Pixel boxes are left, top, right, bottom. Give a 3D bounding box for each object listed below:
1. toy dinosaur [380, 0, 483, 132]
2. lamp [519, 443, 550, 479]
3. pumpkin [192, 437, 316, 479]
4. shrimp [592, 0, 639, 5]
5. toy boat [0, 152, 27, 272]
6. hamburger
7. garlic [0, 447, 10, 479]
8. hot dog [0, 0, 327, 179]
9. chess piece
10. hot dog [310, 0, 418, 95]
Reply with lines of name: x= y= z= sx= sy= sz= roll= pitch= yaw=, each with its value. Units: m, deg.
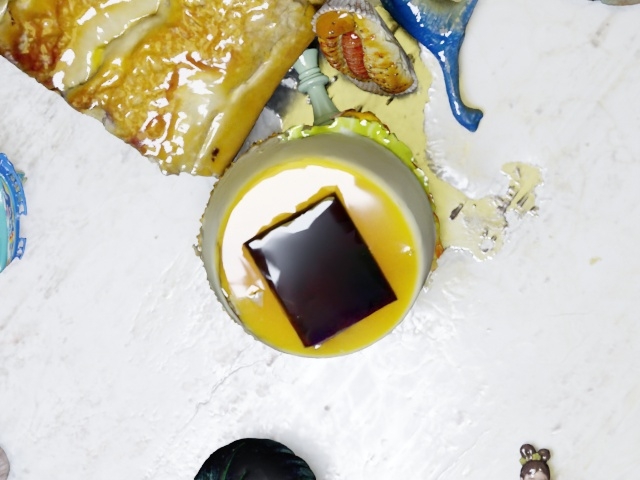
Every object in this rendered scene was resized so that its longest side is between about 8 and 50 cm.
toy dinosaur: x=0.107 y=-0.256 z=1.925 sx=0.247 sy=0.075 sz=0.188 roll=18 pitch=87 yaw=-16
lamp: x=0.258 y=0.374 z=1.885 sx=0.118 sy=0.118 sz=0.253 roll=6 pitch=90 yaw=6
pumpkin: x=-0.077 y=0.330 z=1.889 sx=0.150 sy=0.194 sz=0.194 roll=-28 pitch=85 yaw=-34
shrimp: x=0.313 y=-0.449 z=1.920 sx=0.247 sy=0.085 sz=0.360 roll=-38 pitch=89 yaw=-6
toy boat: x=-0.397 y=-0.049 z=1.972 sx=0.091 sy=0.110 sz=0.175 roll=22 pitch=133 yaw=7
hamburger: x=0.000 y=0.000 z=1.877 sx=0.294 sy=0.179 sz=0.276 roll=-32 pitch=104 yaw=7
garlic: x=-0.463 y=0.291 z=1.962 sx=0.159 sy=0.102 sz=0.147 roll=25 pitch=90 yaw=5
hot dog: x=-0.177 y=-0.310 z=1.904 sx=0.367 sy=0.196 sz=0.365 roll=35 pitch=101 yaw=6
chess piece: x=-0.006 y=-0.190 z=1.953 sx=0.059 sy=0.059 sz=0.149 roll=-21 pitch=83 yaw=5
hot dog: x=0.052 y=-0.227 z=1.887 sx=0.099 sy=0.192 sz=0.053 roll=-1 pitch=65 yaw=22
